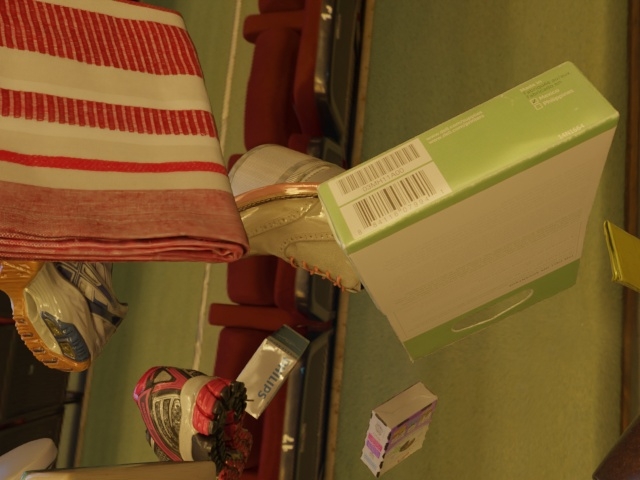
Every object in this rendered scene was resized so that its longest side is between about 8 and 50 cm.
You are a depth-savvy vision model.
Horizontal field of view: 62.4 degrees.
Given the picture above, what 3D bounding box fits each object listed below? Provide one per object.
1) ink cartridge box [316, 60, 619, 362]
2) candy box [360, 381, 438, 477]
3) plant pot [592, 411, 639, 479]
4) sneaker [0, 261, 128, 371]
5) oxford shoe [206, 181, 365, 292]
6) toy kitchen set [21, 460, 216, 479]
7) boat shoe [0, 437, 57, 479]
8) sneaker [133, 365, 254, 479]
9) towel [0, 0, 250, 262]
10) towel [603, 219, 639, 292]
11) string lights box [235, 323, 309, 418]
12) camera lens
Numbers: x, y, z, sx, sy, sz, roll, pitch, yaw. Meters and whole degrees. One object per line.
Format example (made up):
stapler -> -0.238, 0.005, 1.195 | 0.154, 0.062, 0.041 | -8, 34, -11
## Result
ink cartridge box -> 0.114, 0.003, 0.397 | 0.171, 0.235, 0.056 | -26, 58, 4
candy box -> 0.194, 0.469, 1.311 | 0.070, 0.164, 0.196 | 39, 135, 38
plant pot -> 0.308, 0.142, 0.334 | 0.230, 0.215, 0.215 | -33, 69, 7
sneaker -> -0.331, 0.015, 0.650 | 0.111, 0.131, 0.296 | 5, 123, 18
oxford shoe -> 0.000, 0.000, 0.687 | 0.397, 0.140, 0.147 | -10, 83, 17
toy kitchen set -> -0.170, 0.246, 0.316 | 0.166, 0.122, 0.207 | -11, 67, 25
boat shoe -> -0.444, 0.367, 0.669 | 0.095, 0.258, 0.084 | -2, 118, 45
sneaker -> -0.158, 0.261, 0.683 | 0.112, 0.121, 0.299 | 16, 130, 13
towel -> -0.204, -0.123, 0.452 | 0.037, 0.237, 0.329 | -54, 45, 43
towel -> 0.524, 0.048, 0.849 | 0.021, 0.237, 0.102 | -30, 50, 46
string lights box -> -0.098, 0.258, 1.087 | 0.076, 0.259, 0.133 | 35, 89, 5
camera lens -> -0.054, -0.072, 1.107 | 0.274, 0.219, 0.219 | 26, 94, 41
